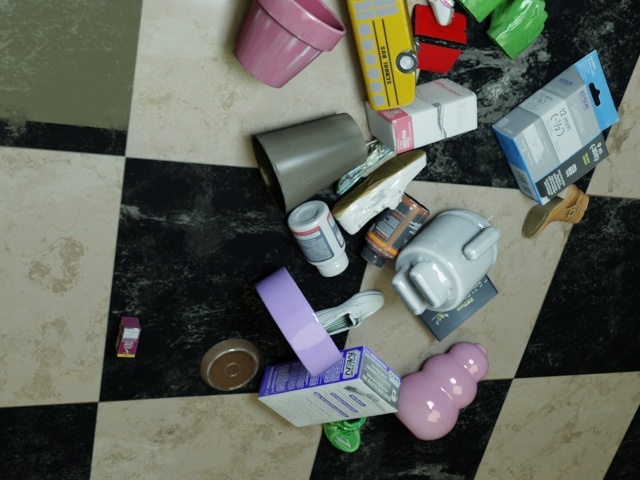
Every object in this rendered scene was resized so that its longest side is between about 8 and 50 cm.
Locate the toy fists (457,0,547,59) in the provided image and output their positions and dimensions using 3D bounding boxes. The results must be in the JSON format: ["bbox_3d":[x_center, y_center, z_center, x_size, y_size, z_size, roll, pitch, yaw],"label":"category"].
[{"bbox_3d":[0.426,-0.559,1.646,0.142,0.096,0.279,-44,126,16],"label":"toy fists"}]

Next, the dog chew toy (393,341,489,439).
[{"bbox_3d":[0.370,0.436,2.101,0.332,0.206,0.206,-44,125,-7],"label":"dog chew toy"}]

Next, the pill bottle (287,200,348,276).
[{"bbox_3d":[0.000,0.000,1.752,0.108,0.108,0.180,-31,124,-6],"label":"pill bottle"}]

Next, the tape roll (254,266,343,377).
[{"bbox_3d":[-0.054,0.201,1.735,0.090,0.275,0.275,-33,124,-4],"label":"tape roll"}]

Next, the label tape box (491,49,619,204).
[{"bbox_3d":[0.662,-0.299,1.874,0.348,0.115,0.249,-36,125,0],"label":"label tape box"}]

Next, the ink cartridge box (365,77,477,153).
[{"bbox_3d":[0.239,-0.300,1.662,0.218,0.158,0.092,-20,123,-12],"label":"ink cartridge box"}]

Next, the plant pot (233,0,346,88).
[{"bbox_3d":[-0.078,-0.426,1.452,0.201,0.201,0.180,25,120,-32],"label":"plant pot"}]

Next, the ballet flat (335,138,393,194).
[{"bbox_3d":[0.098,-0.193,1.727,0.188,0.070,0.070,-40,125,-2],"label":"ballet flat"}]

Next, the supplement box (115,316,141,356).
[{"bbox_3d":[-0.470,0.235,1.707,0.043,0.055,0.083,8,112,-26],"label":"supplement box"}]

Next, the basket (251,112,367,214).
[{"bbox_3d":[-0.019,-0.196,1.618,0.227,0.154,0.204,-27,126,-13],"label":"basket"}]

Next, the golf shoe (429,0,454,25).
[{"bbox_3d":[0.247,-0.572,1.579,0.086,0.067,0.186,-20,112,-3],"label":"golf shoe"}]

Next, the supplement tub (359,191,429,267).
[{"bbox_3d":[0.187,-0.026,1.820,0.106,0.106,0.198,30,102,-33],"label":"supplement tub"}]

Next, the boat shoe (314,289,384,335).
[{"bbox_3d":[0.082,0.211,1.919,0.226,0.076,0.083,-23,123,-10],"label":"boat shoe"}]

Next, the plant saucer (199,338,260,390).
[{"bbox_3d":[-0.238,0.341,1.881,0.168,0.029,0.168,-10,119,-19],"label":"plant saucer"}]

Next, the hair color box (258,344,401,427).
[{"bbox_3d":[0.023,0.395,1.870,0.339,0.110,0.185,-17,133,34],"label":"hair color box"}]

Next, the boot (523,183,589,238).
[{"bbox_3d":[0.690,-0.073,2.034,0.152,0.073,0.197,19,110,-35],"label":"boot"}]

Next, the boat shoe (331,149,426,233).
[{"bbox_3d":[0.160,-0.120,1.752,0.277,0.098,0.096,-36,113,-1],"label":"boat shoe"}]

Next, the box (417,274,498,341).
[{"bbox_3d":[0.381,0.161,2.031,0.233,0.059,0.183,-39,126,1],"label":"box"}]

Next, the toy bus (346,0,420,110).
[{"bbox_3d":[0.143,-0.465,1.545,0.130,0.108,0.332,-7,124,16],"label":"toy bus"}]

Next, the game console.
[{"bbox_3d":[0.265,-0.478,1.666,0.144,0.085,0.124,3,84,-25],"label":"game console"}]

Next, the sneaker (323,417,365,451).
[{"bbox_3d":[0.070,0.524,2.053,0.109,0.123,0.295,-18,123,-14],"label":"sneaker"}]

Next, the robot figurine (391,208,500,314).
[{"bbox_3d":[0.333,0.047,1.823,0.353,0.300,0.199,-40,99,-40],"label":"robot figurine"}]
